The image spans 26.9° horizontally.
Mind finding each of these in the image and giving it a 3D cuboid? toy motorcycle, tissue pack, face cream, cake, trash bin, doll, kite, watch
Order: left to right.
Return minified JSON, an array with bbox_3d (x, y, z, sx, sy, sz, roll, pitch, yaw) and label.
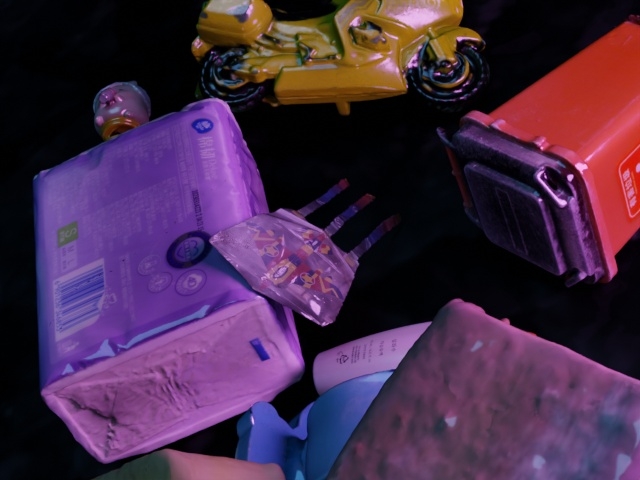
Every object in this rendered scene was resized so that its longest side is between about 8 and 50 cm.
[{"bbox_3d":[-0.258,-0.169,1.702,0.073,0.084,0.127,-19,51,15],"label":"doll"},{"bbox_3d":[-0.165,0.032,1.398,0.242,0.160,0.338,-21,42,7],"label":"tissue pack"},{"bbox_3d":[0.001,-0.001,1.318,0.141,0.015,0.245,39,35,9],"label":"kite"},{"bbox_3d":[0.023,-0.237,1.528,0.342,0.142,0.206,0,55,11],"label":"toy motorcycle"},{"bbox_3d":[0.050,0.191,1.089,0.193,0.211,0.211,-31,38,31],"label":"watch"},{"bbox_3d":[0.082,0.112,1.247,0.182,0.051,0.072,-13,44,23],"label":"face cream"},{"bbox_3d":[0.162,0.214,0.897,0.230,0.309,0.237,-53,42,-6],"label":"cake"},{"bbox_3d":[0.250,-0.095,1.269,0.238,0.161,0.184,-41,42,-20],"label":"trash bin"}]

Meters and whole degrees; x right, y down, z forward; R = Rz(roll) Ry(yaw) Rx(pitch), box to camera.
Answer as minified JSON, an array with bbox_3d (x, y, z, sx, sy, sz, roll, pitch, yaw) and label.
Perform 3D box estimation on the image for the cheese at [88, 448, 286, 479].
[{"bbox_3d":[-0.155,0.312,1.075,0.384,0.104,0.384,-168,90,-68],"label":"cheese"}]

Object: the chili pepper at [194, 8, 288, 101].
[{"bbox_3d":[-0.107,-0.206,1.651,0.204,0.072,0.073,-50,35,-13],"label":"chili pepper"}]
